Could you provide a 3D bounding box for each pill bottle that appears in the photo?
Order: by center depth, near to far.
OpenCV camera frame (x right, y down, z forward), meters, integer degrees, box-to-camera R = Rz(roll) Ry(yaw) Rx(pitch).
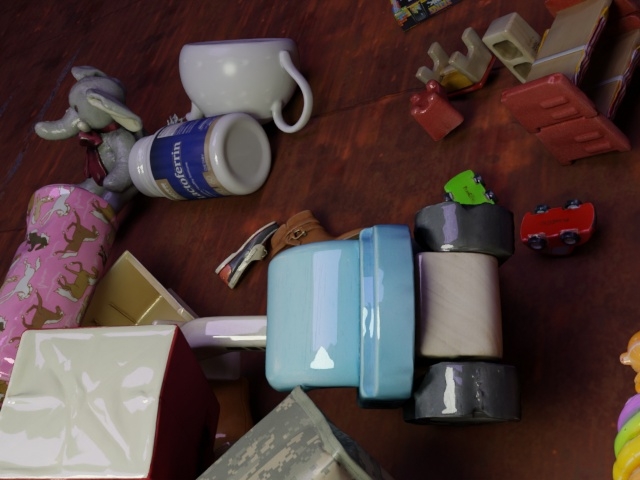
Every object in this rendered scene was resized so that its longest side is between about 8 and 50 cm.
[{"bbox_3d":[-0.236,-0.154,1.555,0.265,0.153,0.153,-3,53,39],"label":"pill bottle"}]

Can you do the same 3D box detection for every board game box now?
[{"bbox_3d":[0.203,-0.499,1.584,0.141,0.048,0.170,-24,42,19],"label":"board game box"}]

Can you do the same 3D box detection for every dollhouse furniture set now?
[{"bbox_3d":[0.294,-0.223,1.214,0.374,0.152,0.201,-8,49,58],"label":"dollhouse furniture set"}]

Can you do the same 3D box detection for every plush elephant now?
[{"bbox_3d":[-0.461,-0.223,1.703,0.330,0.255,0.272,-41,28,-3],"label":"plush elephant"}]

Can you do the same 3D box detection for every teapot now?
[{"bbox_3d":[-0.150,-0.297,1.595,0.253,0.187,0.256,-5,15,-4],"label":"teapot"}]

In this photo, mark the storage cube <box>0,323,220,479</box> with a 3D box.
[{"bbox_3d":[-0.238,0.222,0.917,0.215,0.193,0.183,-2,52,8],"label":"storage cube"}]

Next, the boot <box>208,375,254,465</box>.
[{"bbox_3d":[-0.219,0.324,1.164,0.295,0.104,0.211,-27,36,11],"label":"boot"}]

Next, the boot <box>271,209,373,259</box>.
[{"bbox_3d":[0.000,0.000,1.286,0.197,0.073,0.152,-29,37,12],"label":"boot"}]

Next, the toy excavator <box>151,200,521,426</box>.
[{"bbox_3d":[-0.017,0.106,0.986,0.446,0.433,0.222,2,75,1],"label":"toy excavator"}]

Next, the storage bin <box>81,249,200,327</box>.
[{"bbox_3d":[-0.324,0.192,1.339,0.262,0.123,0.260,-48,39,-7],"label":"storage bin"}]

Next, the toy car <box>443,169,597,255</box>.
[{"bbox_3d":[0.237,-0.015,1.114,0.239,0.053,0.225,-33,40,10],"label":"toy car"}]

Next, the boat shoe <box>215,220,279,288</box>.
[{"bbox_3d":[-0.117,0.023,1.384,0.137,0.049,0.043,-43,81,-5],"label":"boat shoe"}]

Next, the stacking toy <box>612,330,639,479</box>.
[{"bbox_3d":[0.342,0.198,0.776,0.175,0.165,0.301,-10,36,14],"label":"stacking toy"}]

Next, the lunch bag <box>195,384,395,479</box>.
[{"bbox_3d":[-0.001,0.334,0.826,0.235,0.287,0.169,-42,22,-4],"label":"lunch bag"}]

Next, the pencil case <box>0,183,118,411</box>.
[{"bbox_3d":[-0.455,0.094,1.319,0.167,0.160,0.386,129,156,-50],"label":"pencil case"}]
